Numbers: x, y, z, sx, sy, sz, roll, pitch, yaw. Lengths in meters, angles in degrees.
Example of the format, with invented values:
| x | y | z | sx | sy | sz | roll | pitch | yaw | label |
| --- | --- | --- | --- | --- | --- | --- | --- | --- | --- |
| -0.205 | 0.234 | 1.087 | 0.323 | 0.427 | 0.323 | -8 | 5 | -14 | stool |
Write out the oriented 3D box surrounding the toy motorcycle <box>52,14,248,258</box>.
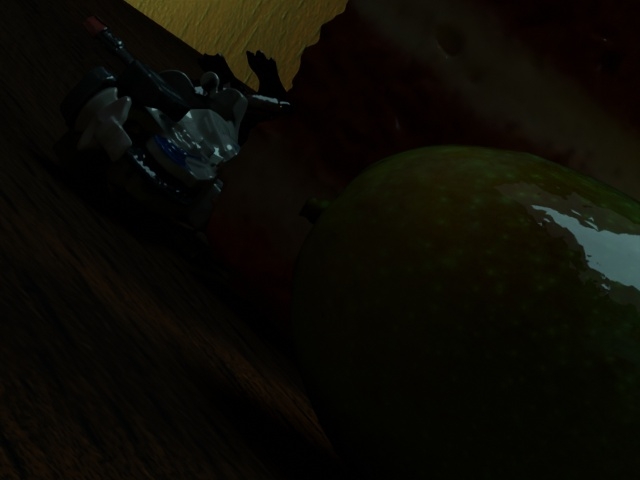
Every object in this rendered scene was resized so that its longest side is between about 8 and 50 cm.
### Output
| x | y | z | sx | sy | sz | roll | pitch | yaw | label |
| --- | --- | --- | --- | --- | --- | --- | --- | --- | --- |
| -0.101 | -0.061 | 1.301 | 0.150 | 0.102 | 0.221 | 52 | 11 | 24 | toy motorcycle |

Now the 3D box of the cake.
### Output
| x | y | z | sx | sy | sz | roll | pitch | yaw | label |
| --- | --- | --- | --- | --- | --- | --- | --- | --- | --- |
| 0.136 | -0.025 | 1.258 | 0.270 | 0.319 | 0.269 | 41 | 7 | 29 | cake |

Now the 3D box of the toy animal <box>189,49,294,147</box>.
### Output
| x | y | z | sx | sy | sz | roll | pitch | yaw | label |
| --- | --- | --- | --- | --- | --- | --- | --- | --- | --- |
| -0.094 | -0.083 | 1.588 | 0.218 | 0.116 | 0.179 | 9 | 25 | 38 | toy animal |

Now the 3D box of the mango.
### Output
| x | y | z | sx | sy | sz | roll | pitch | yaw | label |
| --- | --- | --- | --- | --- | --- | --- | --- | --- | --- |
| 0.149 | 0.097 | 0.972 | 0.382 | 0.201 | 0.225 | 39 | -11 | -15 | mango |
